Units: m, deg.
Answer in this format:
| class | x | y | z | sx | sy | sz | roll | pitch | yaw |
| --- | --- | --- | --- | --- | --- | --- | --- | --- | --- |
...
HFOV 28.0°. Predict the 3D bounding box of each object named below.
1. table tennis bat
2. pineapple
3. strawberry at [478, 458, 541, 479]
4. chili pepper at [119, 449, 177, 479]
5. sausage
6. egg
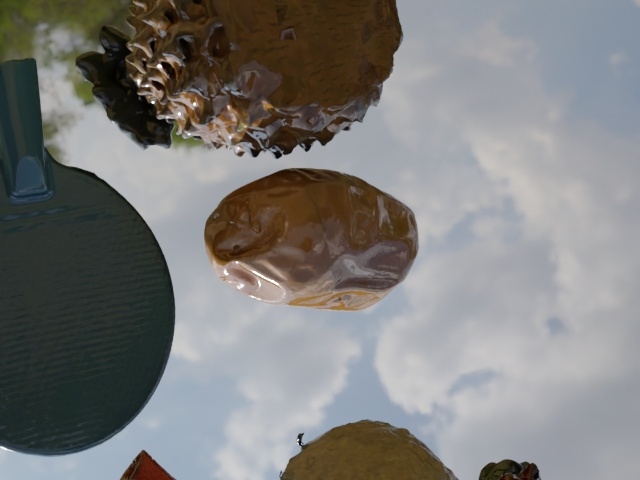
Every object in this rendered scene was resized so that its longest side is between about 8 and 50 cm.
| class | x | y | z | sx | sy | sz | roll | pitch | yaw |
| --- | --- | --- | --- | --- | --- | --- | --- | --- | --- |
| table tennis bat | -0.231 | 0.016 | 1.056 | 0.215 | 0.329 | 0.044 | -10 | -175 | -21 |
| pineapple | -0.100 | -0.165 | 1.151 | 0.223 | 0.223 | 0.357 | -28 | -170 | -33 |
| strawberry | 0.117 | 0.249 | 0.772 | 0.106 | 0.188 | 0.286 | -33 | -155 | 52 |
| chili pepper | -0.189 | 0.353 | 1.694 | 0.088 | 0.169 | 0.065 | -56 | -165 | 5 |
| sausage | 0.000 | 0.001 | 1.153 | 0.136 | 0.120 | 0.241 | -15 | 166 | 26 |
| egg | 0.065 | 0.369 | 1.687 | 0.279 | 0.279 | 0.310 | -12 | -164 | 16 |
